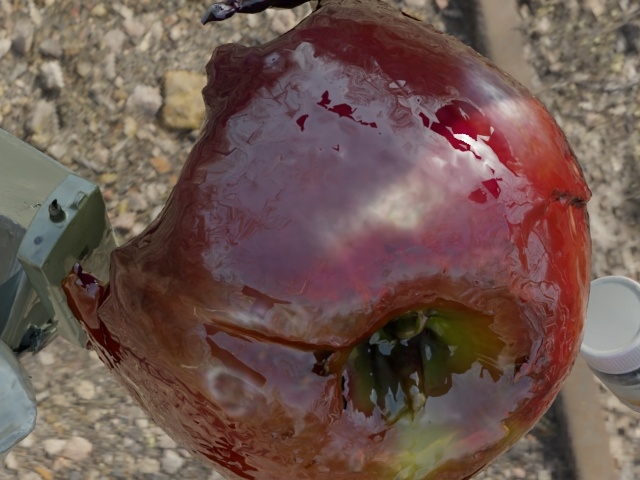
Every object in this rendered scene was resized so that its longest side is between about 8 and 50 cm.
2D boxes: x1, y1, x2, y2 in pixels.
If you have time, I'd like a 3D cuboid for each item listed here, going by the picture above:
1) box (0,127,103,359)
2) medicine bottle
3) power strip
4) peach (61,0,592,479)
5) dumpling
[{"bbox_3d":[-0.318,-0.019,1.024,0.243,0.135,0.163,32,25,5],"label":"box"},{"bbox_3d":[0.534,0.182,1.957,0.273,0.165,0.165,39,65,-47],"label":"medicine bottle"},{"bbox_3d":[-0.193,0.018,0.908,0.029,0.227,0.080,26,67,10],"label":"power strip"},{"bbox_3d":[0.000,0.000,0.824,0.353,0.416,0.339,33,99,-33],"label":"peach"},{"bbox_3d":[-0.309,0.141,0.921,0.176,0.092,0.150,31,65,15],"label":"dumpling"}]
